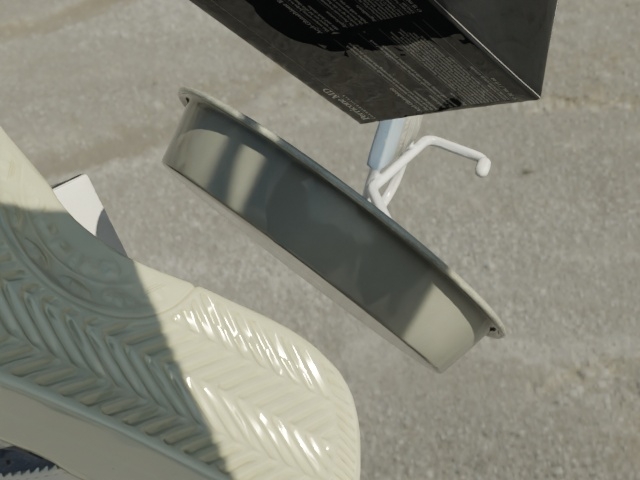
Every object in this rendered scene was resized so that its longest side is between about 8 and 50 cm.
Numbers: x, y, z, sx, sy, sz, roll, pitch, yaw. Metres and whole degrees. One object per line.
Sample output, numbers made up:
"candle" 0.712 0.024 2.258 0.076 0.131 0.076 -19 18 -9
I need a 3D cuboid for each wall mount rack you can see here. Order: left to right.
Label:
"wall mount rack" 0.125 -0.129 0.988 0.131 0.350 0.304 24 35 15

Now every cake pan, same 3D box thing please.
"cake pan" 0.000 0.000 0.691 0.054 0.293 0.293 -53 39 -4

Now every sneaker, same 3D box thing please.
"sneaker" -0.152 0.044 0.376 0.148 0.350 0.131 -38 23 32

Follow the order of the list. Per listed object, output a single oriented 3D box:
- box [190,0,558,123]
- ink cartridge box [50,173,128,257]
"box" 0.026 -0.194 0.697 0.184 0.261 0.103 -4 66 43
"ink cartridge box" -0.211 0.117 0.859 0.165 0.332 0.065 -15 14 31
